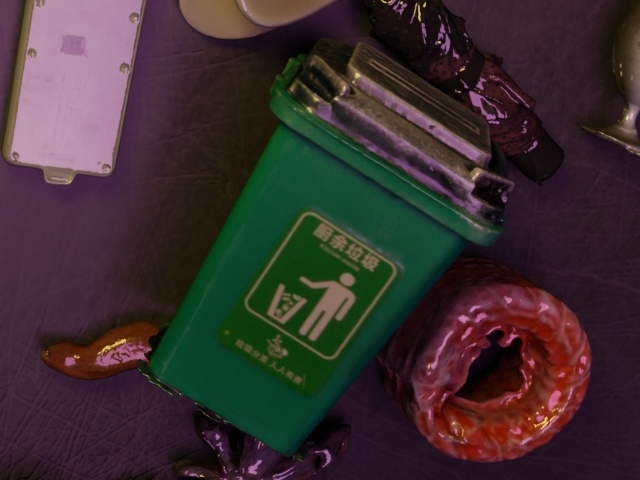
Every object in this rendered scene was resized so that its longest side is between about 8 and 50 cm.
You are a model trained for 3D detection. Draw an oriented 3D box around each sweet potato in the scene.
[{"bbox_3d":[-0.207,0.120,1.394,0.202,0.055,0.058,-4,75,-16],"label":"sweet potato"}]

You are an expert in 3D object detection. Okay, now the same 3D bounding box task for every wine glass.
[{"bbox_3d":[0.387,-0.212,1.467,0.103,0.103,0.222,13,103,-24],"label":"wine glass"}]

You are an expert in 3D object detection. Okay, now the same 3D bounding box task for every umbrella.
[{"bbox_3d":[0.166,-0.175,1.407,0.090,0.094,0.326,-41,117,13],"label":"umbrella"}]

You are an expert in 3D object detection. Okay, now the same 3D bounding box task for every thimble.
[{"bbox_3d":[0.189,0.137,1.484,0.239,0.162,0.239,-7,111,-19],"label":"thimble"}]

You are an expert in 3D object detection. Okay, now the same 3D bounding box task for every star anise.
[{"bbox_3d":[-0.068,0.278,1.464,0.198,0.110,0.257,32,83,-15],"label":"star anise"}]

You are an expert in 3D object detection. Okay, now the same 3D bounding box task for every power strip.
[{"bbox_3d":[-0.246,-0.189,1.273,0.118,0.046,0.270,7,107,-20],"label":"power strip"}]

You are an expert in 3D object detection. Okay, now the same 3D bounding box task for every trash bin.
[{"bbox_3d":[0.000,0.000,1.305,0.259,0.295,0.381,33,108,-5],"label":"trash bin"}]

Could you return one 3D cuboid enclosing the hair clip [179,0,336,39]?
[{"bbox_3d":[-0.015,-0.308,1.291,0.282,0.113,0.172,-43,117,-8],"label":"hair clip"}]
